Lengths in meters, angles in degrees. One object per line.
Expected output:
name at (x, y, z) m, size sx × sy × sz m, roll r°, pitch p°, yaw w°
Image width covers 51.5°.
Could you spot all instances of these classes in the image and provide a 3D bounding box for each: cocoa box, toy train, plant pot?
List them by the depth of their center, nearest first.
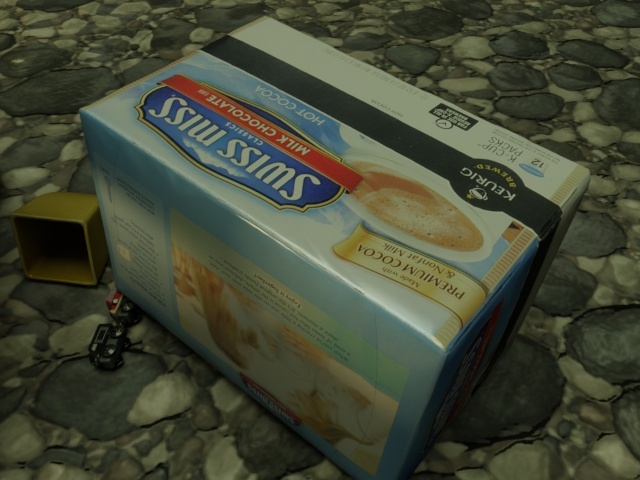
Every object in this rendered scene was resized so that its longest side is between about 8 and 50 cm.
cocoa box at (0.000, 0.000, 0.585) m, size 0.347 × 0.232 × 0.228 m, roll 33°, pitch 51°, yaw 22°
toy train at (-0.200, 0.062, 0.679) m, size 0.036 × 0.027 × 0.158 m, roll -2°, pitch 44°, yaw 12°
plant pot at (-0.269, -0.012, 0.716) m, size 0.081 × 0.082 × 0.083 m, roll 6°, pitch 34°, yaw 5°
